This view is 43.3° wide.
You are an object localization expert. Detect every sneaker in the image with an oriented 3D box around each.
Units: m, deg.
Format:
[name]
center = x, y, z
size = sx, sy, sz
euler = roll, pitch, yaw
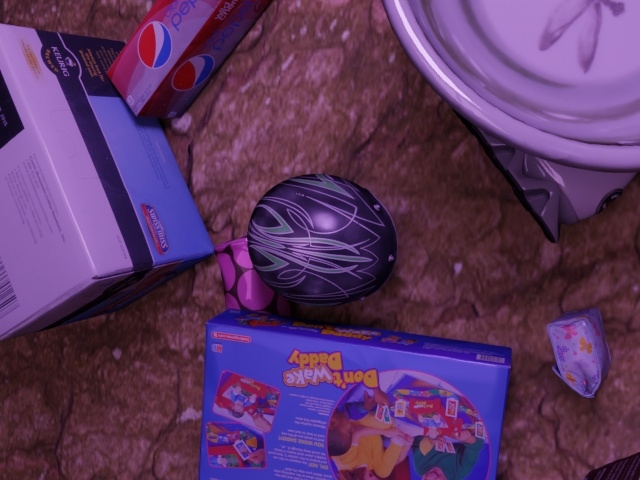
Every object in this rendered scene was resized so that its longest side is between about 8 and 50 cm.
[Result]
[sneaker]
center = 0.205, -0.170, 0.842
size = 0.146, 0.122, 0.330
euler = -36, 76, 10

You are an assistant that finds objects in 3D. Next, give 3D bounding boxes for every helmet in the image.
[helmet]
center = 0.000, 0.000, 0.936
size = 0.169, 0.161, 0.169
euler = -1, 103, -5

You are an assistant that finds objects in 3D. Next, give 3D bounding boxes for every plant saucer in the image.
[plant saucer]
center = 0.245, -0.241, 0.741
size = 0.401, 0.100, 0.400
euler = 1, 76, -2

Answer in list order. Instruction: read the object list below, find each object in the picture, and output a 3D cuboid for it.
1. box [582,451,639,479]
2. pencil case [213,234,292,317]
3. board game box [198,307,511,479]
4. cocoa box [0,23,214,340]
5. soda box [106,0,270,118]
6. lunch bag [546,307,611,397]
[box]
center = 0.358, 0.310, 0.765
size = 0.167, 0.168, 0.203
euler = -34, 78, 28
[pencil case]
center = -0.089, 0.097, 1.052
size = 0.098, 0.095, 0.209
euler = -3, 93, 55
[board game box]
center = 0.034, 0.221, 0.945
size = 0.347, 0.078, 0.233
euler = 7, 99, 13
[cocoa box]
center = -0.349, -0.078, 1.097
size = 0.231, 0.228, 0.347
euler = -29, 81, 31
[soda box]
center = -0.162, -0.278, 1.043
size = 0.263, 0.092, 0.083
euler = -46, 71, 27
[lunch bag]
center = 0.274, 0.119, 0.848
size = 0.053, 0.071, 0.083
euler = -17, 88, 29
